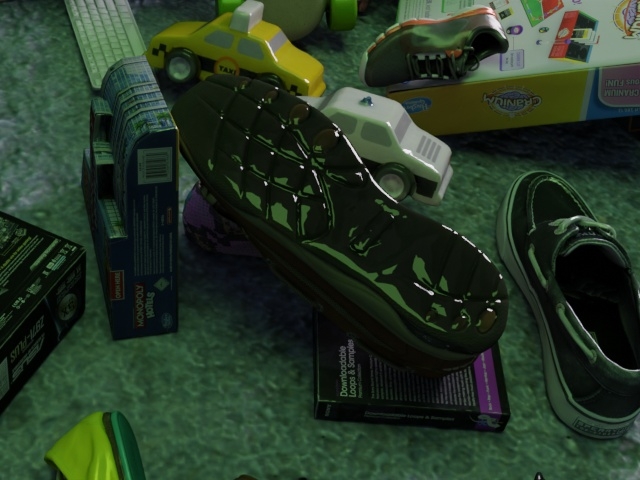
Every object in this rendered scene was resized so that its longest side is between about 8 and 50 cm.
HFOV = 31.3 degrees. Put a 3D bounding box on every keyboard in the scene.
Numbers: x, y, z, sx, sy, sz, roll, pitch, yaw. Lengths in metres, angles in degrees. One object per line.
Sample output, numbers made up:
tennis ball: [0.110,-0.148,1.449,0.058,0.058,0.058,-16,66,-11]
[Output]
keyboard: [-0.243,-0.247,1.269,0.072,0.014,0.256,-8,48,-19]

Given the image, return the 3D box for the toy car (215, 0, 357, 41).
toy car: [-0.050,-0.316,1.325,0.155,0.149,0.188,-3,19,-9]

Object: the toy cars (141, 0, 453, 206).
toy cars: [-0.023,-0.153,1.117,0.176,0.087,0.393,-8,34,-37]

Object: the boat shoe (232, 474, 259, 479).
boat shoe: [0.004,0.216,0.815,0.178,0.064,0.060,20,46,12]

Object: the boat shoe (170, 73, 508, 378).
boat shoe: [0.000,0.000,0.935,0.324,0.120,0.122,42,57,13]

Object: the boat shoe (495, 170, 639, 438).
boat shoe: [0.231,0.027,1.026,0.108,0.102,0.301,5,45,-7]

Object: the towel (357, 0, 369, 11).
towel: [0.088,-0.377,1.341,0.029,0.197,0.144,24,42,-11]

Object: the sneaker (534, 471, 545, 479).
sneaker: [0.198,0.205,0.852,0.234,0.084,0.097,-10,47,-21]

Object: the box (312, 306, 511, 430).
box: [0.073,0.103,0.970,0.162,0.029,0.116,6,44,-7]

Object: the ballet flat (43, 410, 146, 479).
ballet flat: [-0.141,0.219,0.787,0.077,0.077,0.231,-25,49,-5]

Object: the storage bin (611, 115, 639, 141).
storage bin: [0.372,-0.169,1.263,0.098,0.091,0.135,-22,52,-30]

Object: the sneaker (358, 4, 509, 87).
sneaker: [0.116,-0.186,1.138,0.158,0.061,0.065,-23,48,-6]

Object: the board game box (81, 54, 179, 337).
board game box: [-0.170,-0.051,0.991,0.060,0.194,0.194,-6,33,-17]

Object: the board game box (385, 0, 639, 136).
board game box: [0.238,-0.220,1.227,0.316,0.064,0.242,-4,42,15]

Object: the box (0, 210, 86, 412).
box: [-0.294,0.059,0.902,0.147,0.078,0.180,22,45,10]

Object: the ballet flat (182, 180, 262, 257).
ballet flat: [-0.015,-0.017,1.036,0.221,0.079,0.077,8,55,-4]
